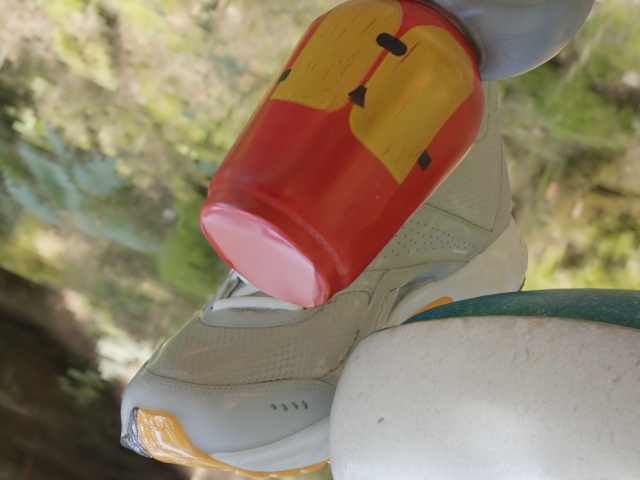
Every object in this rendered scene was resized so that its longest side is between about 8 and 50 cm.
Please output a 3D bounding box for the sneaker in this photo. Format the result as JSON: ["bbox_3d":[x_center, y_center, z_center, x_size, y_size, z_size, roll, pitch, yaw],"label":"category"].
[{"bbox_3d":[0.000,0.000,0.728,0.099,0.121,0.262,8,-154,29],"label":"sneaker"}]

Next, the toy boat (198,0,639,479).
[{"bbox_3d":[0.093,0.035,0.553,0.267,0.148,0.318,6,142,49],"label":"toy boat"}]
